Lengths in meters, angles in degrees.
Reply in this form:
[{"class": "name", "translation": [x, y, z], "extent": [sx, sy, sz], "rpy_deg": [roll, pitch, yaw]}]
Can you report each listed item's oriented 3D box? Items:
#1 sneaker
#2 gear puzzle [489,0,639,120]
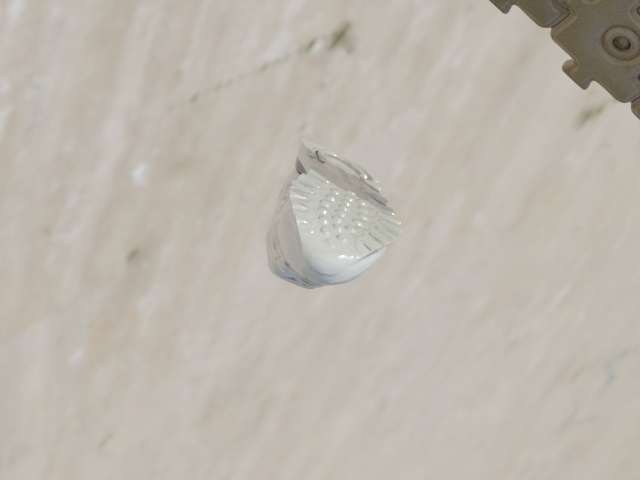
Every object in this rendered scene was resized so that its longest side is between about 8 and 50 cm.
[{"class": "sneaker", "translation": [0.000, 0.000, 1.380], "extent": [0.095, 0.090, 0.235], "rpy_deg": [-60, -174, 14]}, {"class": "gear puzzle", "translation": [0.200, -0.194, 1.242], "extent": [0.175, 0.339, 0.044], "rpy_deg": [-37, -164, 45]}]
